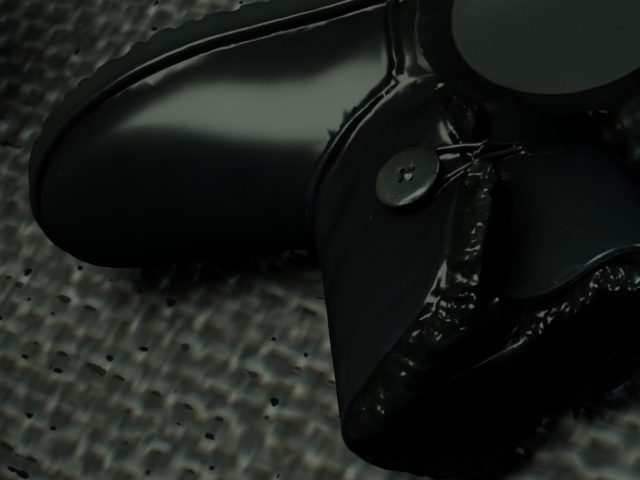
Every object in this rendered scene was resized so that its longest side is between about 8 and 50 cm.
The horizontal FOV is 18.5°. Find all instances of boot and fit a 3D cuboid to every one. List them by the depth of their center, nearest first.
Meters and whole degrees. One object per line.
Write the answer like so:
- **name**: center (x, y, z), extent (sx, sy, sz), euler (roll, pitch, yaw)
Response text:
- **boot**: center (0.000, 0.000, 0.738), extent (0.246, 0.094, 0.207), euler (-23, 43, 13)

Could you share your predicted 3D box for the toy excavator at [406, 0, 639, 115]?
- **toy excavator**: center (0.275, -0.231, 0.644), extent (0.433, 0.445, 0.222), euler (116, 154, -45)
